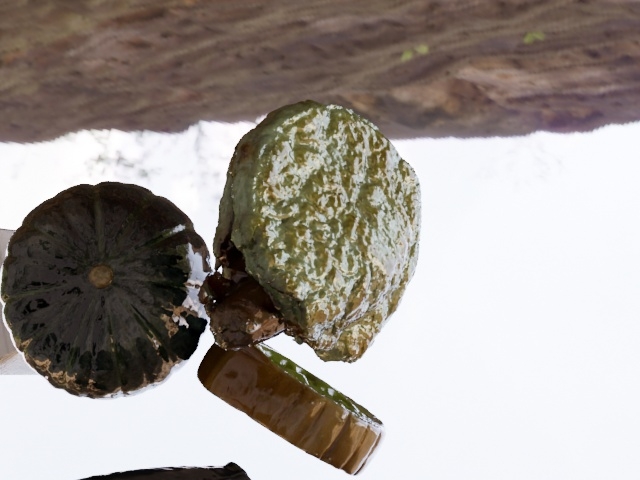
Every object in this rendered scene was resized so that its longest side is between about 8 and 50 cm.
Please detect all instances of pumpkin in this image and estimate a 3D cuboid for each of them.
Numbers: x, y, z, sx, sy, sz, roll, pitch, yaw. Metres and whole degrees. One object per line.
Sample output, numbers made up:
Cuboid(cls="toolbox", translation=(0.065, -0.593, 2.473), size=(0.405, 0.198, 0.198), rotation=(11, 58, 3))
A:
Cuboid(cls="pumpkin", translation=(-0.242, 0.060, 1.407), size=(0.216, 0.250, 0.249), rotation=(121, -42, -60))

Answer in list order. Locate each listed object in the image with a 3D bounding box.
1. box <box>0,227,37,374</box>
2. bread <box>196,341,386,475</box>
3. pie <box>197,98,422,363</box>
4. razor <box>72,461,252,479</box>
Cuboid(cls="box", translation=(-0.395, 0.097, 1.858), size=(0.111, 0.260, 0.194), rotation=(-29, -113, 32))
Cuboid(cls="bread", translation=(-0.032, 0.181, 1.403), size=(0.236, 0.236, 0.070), rotation=(32, -92, 38))
Cuboid(cls="pie", translation=(0.003, -0.008, 1.223), size=(0.106, 0.274, 0.257), rotation=(1, -99, 43))
Cuboid(cls="razor", translation=(-0.215, 0.278, 1.072), size=(0.189, 0.327, 0.107), rotation=(-49, -119, 38))
